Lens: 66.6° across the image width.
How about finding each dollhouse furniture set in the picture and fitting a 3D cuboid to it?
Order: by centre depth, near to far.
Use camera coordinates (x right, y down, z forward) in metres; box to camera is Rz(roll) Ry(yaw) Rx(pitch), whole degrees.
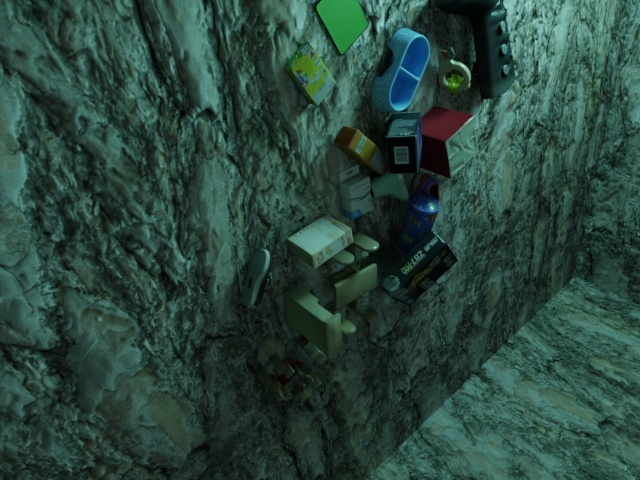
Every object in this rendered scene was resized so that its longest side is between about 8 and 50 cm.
[{"bbox_3d":[0.095,0.230,1.873,0.394,0.256,0.362,-25,128,-31],"label":"dollhouse furniture set"},{"bbox_3d":[-0.100,0.506,1.971,0.259,0.135,0.262,-47,137,3],"label":"dollhouse furniture set"}]

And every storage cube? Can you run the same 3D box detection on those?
[{"bbox_3d":[0.486,-0.391,1.936,0.215,0.193,0.184,-42,135,-19],"label":"storage cube"}]

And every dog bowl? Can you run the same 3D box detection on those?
[{"bbox_3d":[0.290,-0.594,1.724,0.166,0.074,0.297,12,105,-46],"label":"dog bowl"}]

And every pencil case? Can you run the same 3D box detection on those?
[{"bbox_3d":[0.401,-0.062,2.049,0.119,0.133,0.306,-48,159,-38],"label":"pencil case"}]

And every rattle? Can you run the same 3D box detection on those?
[{"bbox_3d":[0.521,-0.684,1.881,0.143,0.130,0.200,-46,119,-20],"label":"rattle"}]

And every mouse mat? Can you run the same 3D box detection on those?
[{"bbox_3d":[0.071,-0.696,1.509,0.153,0.007,0.190,-51,136,-9],"label":"mouse mat"}]

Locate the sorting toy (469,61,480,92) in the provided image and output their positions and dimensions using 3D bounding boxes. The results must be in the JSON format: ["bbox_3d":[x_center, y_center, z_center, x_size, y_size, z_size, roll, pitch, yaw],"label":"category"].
[{"bbox_3d":[0.697,-0.705,2.064,0.274,0.046,0.132,-21,126,-35],"label":"sorting toy"}]

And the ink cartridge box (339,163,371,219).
[{"bbox_3d":[0.131,-0.180,1.818,0.104,0.060,0.180,-30,130,-28],"label":"ink cartridge box"}]

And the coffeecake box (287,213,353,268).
[{"bbox_3d":[0.000,0.000,1.736,0.185,0.142,0.068,-34,133,-25],"label":"coffeecake box"}]

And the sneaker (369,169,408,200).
[{"bbox_3d":[0.261,-0.204,1.928,0.151,0.094,0.256,-23,158,10],"label":"sneaker"}]

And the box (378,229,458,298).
[{"bbox_3d":[0.436,0.132,2.127,0.318,0.097,0.395,-43,157,7],"label":"box"}]

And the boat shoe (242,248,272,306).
[{"bbox_3d":[-0.207,0.126,1.669,0.070,0.078,0.219,0,121,-42],"label":"boat shoe"}]

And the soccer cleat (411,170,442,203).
[{"bbox_3d":[0.456,-0.139,2.107,0.108,0.116,0.318,-23,127,-33],"label":"soccer cleat"}]

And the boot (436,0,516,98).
[{"bbox_3d":[0.603,-0.751,1.846,0.367,0.146,0.445,-34,127,-25],"label":"boot"}]

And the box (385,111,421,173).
[{"bbox_3d":[0.310,-0.360,1.782,0.207,0.108,0.153,-69,154,-48],"label":"box"}]

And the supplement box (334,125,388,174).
[{"bbox_3d":[0.154,-0.319,1.750,0.233,0.078,0.080,30,87,-49],"label":"supplement box"}]

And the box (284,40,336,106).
[{"bbox_3d":[-0.034,-0.511,1.489,0.105,0.043,0.179,-52,140,-7],"label":"box"}]
